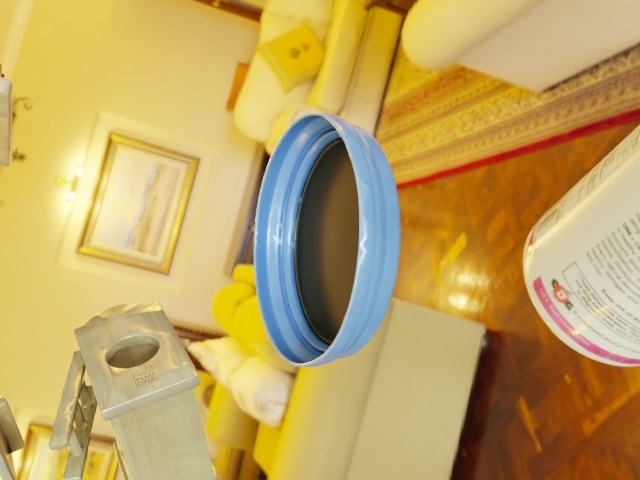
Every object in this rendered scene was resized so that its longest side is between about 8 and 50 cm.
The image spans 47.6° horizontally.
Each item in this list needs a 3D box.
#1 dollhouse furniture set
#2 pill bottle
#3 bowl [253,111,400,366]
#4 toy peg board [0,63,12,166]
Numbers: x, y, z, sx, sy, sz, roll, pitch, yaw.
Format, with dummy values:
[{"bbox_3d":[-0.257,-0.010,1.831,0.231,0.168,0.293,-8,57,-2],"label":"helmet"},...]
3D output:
[{"bbox_3d":[-0.153,0.157,0.474,0.101,0.161,0.181,43,146,53],"label":"dollhouse furniture set"},{"bbox_3d":[0.290,-0.023,0.542,0.283,0.160,0.160,120,161,-58],"label":"pill bottle"},{"bbox_3d":[0.000,0.000,1.128,0.391,0.077,0.391,-177,90,-64],"label":"bowl"},{"bbox_3d":[-0.366,-0.151,0.671,0.160,0.161,0.079,140,138,-61],"label":"toy peg board"}]
